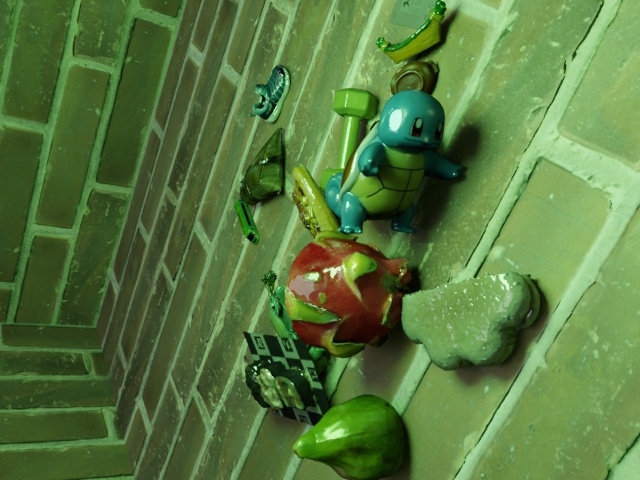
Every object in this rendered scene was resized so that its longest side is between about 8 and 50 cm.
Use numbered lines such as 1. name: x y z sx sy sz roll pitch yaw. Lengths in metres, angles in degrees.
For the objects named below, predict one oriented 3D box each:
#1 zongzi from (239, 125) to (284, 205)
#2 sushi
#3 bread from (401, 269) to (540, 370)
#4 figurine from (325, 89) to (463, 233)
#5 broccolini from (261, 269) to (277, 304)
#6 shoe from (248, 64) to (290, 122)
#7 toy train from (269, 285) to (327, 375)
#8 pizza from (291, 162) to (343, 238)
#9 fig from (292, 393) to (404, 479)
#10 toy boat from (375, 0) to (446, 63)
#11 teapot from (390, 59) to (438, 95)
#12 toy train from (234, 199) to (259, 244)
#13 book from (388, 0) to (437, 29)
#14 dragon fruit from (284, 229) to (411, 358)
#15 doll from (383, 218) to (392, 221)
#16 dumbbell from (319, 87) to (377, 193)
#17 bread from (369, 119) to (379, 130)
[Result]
1. zongzi: -0.205 -0.256 2.173 0.221 0.112 0.242 -25 55 53
2. sushi: -0.133 0.427 1.799 0.373 0.100 0.296 -6 106 56
3. bread: 0.307 0.175 1.300 0.337 0.102 0.183 -22 69 51
4. figurine: 0.155 -0.138 1.422 0.416 0.298 0.242 -48 45 46
5. broccolini: -0.157 0.195 2.073 0.052 0.054 0.194 99 159 -69
6. shoe: -0.179 -0.519 2.187 0.091 0.106 0.207 41 112 51
7. toy train: -0.055 0.266 1.843 0.307 0.127 0.189 -128 23 -47
8. pizza: -0.023 -0.079 1.797 0.289 0.081 0.229 63 172 -7
9. fig: 0.060 0.462 1.451 0.206 0.275 0.206 -21 64 54
10. toy boat: 0.234 -0.512 1.551 0.230 0.089 0.088 -16 107 48
11. teapot: 0.236 -0.398 1.559 0.098 0.078 0.129 50 125 -2
12. toy train: -0.274 -0.067 2.291 0.044 0.042 0.209 -59 39 33
13. book: 0.251 -0.621 1.630 0.182 0.014 0.127 42 118 52
14. dragon fruit: 0.088 0.126 1.485 0.226 0.305 0.305 1 84 35
15. doll: 0.135 -0.118 1.615 0.207 0.081 0.129 46 124 34
16. dumbbell: 0.079 -0.269 1.732 0.108 0.121 0.301 11 92 28
17. bread: 0.197 -0.255 1.577 0.269 0.095 0.139 -169 89 -71
